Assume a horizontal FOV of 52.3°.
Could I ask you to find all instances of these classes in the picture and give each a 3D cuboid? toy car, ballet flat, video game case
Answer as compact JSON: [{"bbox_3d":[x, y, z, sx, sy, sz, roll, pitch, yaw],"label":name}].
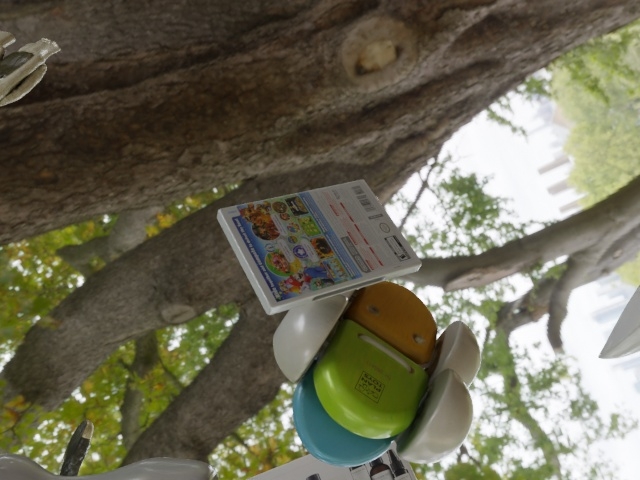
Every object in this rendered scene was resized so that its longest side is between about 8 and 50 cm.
[{"bbox_3d":[0.035,0.111,0.539,0.159,0.136,0.182,34,-153,2],"label":"toy car"},{"bbox_3d":[-0.406,0.381,1.084,0.049,0.173,0.057,17,-178,-24],"label":"ballet flat"},{"bbox_3d":[0.000,0.000,0.457,0.121,0.011,0.087,-14,-124,-28],"label":"video game case"}]

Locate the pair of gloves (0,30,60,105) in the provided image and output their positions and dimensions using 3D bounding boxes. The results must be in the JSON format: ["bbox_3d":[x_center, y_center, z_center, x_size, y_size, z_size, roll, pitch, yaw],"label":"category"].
[{"bbox_3d":[-0.499,-0.239,0.923,0.204,0.240,0.042,-46,-39,-27],"label":"pair of gloves"}]

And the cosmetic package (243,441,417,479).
[{"bbox_3d":[-0.013,0.291,0.711,0.060,0.238,0.099,83,165,-53],"label":"cosmetic package"}]

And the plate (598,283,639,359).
[{"bbox_3d":[0.490,0.021,0.813,0.045,0.277,0.278,42,-137,14],"label":"plate"}]

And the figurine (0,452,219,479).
[{"bbox_3d":[-0.192,0.202,0.453,0.215,0.209,0.093,63,-145,-86],"label":"figurine"}]
